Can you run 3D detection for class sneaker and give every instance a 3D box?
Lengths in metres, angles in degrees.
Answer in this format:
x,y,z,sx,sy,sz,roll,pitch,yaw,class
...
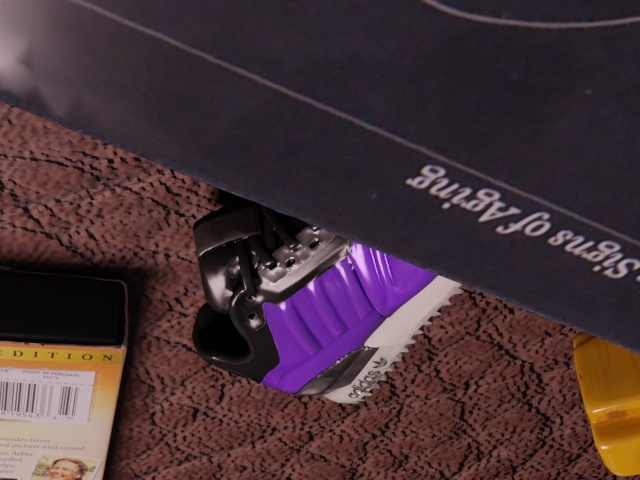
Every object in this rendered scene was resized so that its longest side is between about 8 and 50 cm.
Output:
x,y,z,sx,sy,sz,roll,pitch,yaw,class
0.000,0.001,0.946,0.146,0.102,0.293,11,137,-18,sneaker

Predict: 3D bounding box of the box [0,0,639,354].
x,y,z,sx,sy,sz,roll,pitch,yaw,class
0.160,-0.219,0.477,0.480,0.297,0.472,22,132,-25,box

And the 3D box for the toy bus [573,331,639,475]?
x,y,z,sx,sy,sz,roll,pitch,yaw,class
0.331,0.050,1.039,0.332,0.108,0.130,-17,138,13,toy bus

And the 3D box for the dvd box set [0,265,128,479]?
x,y,z,sx,sy,sz,roll,pitch,yaw,class
-0.312,0.167,1.138,0.307,0.062,0.420,4,140,-11,dvd box set
